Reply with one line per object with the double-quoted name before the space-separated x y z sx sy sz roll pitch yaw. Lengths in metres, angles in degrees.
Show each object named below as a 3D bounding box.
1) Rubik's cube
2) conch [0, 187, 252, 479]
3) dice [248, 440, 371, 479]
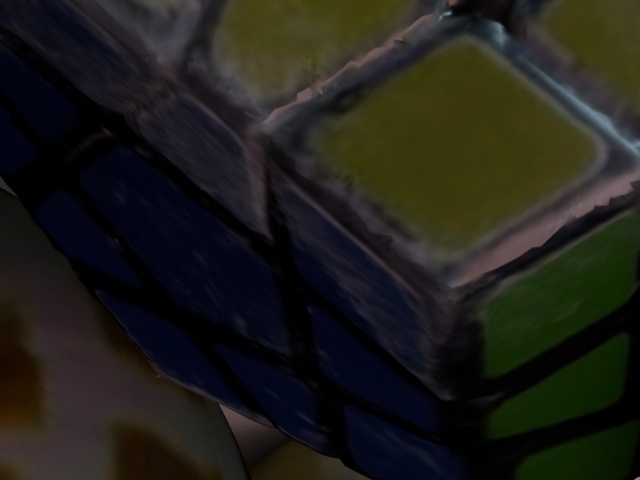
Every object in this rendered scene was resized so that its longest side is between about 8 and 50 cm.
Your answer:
"Rubik's cube" 0.050 -0.086 0.447 0.264 0.319 0.319 -47 133 -22
"conch" -0.112 0.149 0.625 0.197 0.249 0.368 21 151 3
"dice" 0.041 0.188 0.734 0.166 0.169 0.169 -2 127 -17
